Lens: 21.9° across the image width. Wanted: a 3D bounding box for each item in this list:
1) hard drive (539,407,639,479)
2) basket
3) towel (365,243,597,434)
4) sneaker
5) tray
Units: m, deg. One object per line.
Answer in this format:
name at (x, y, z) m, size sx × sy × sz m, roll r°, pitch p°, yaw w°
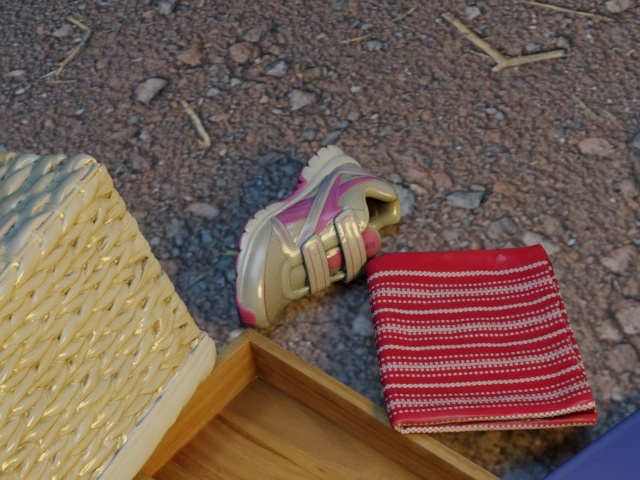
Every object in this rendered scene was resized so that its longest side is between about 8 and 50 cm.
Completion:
hard drive at (0.358, 0.206, 1.451) m, size 0.210 × 0.040 × 0.318 m, roll 26°, pitch 40°, yaw 38°
basket at (-0.339, 0.113, 1.518) m, size 0.328 × 0.266 × 0.331 m, roll 5°, pitch 45°, yaw 36°
towel at (0.152, 0.091, 1.621) m, size 0.198 × 0.031 × 0.275 m, roll -3°, pitch 33°, yaw -3°
sneaker at (0.000, 0.000, 1.735) m, size 0.111 × 0.103 × 0.252 m, roll 18°, pitch 52°, yaw 27°
tray at (0.020, 0.253, 1.508) m, size 0.411 × 0.076 × 0.203 m, roll 28°, pitch 57°, yaw 32°
